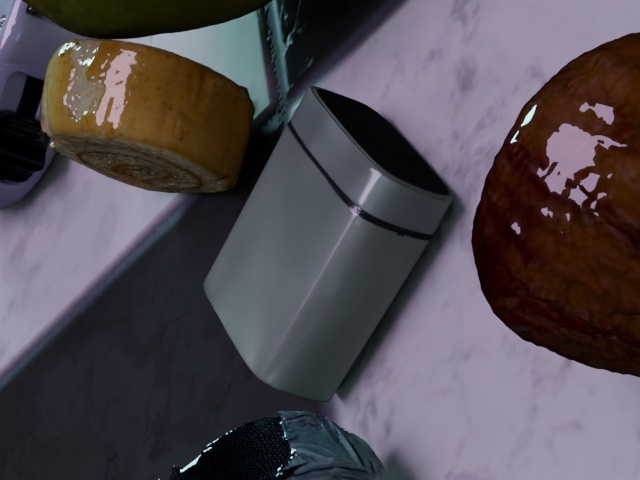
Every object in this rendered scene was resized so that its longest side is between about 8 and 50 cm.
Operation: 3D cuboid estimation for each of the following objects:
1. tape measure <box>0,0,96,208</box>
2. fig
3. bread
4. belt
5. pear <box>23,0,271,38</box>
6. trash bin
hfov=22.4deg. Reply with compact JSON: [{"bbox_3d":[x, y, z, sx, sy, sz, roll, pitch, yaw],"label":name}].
[{"bbox_3d":[-0.260,-0.114,1.239,0.196,0.105,0.178,4,78,54],"label":"tape measure"},{"bbox_3d":[0.162,0.010,0.601,0.201,0.146,0.134,29,106,16],"label":"fig"},{"bbox_3d":[-0.108,-0.079,0.991,0.149,0.122,0.073,4,74,54],"label":"bread"},{"bbox_3d":[-0.028,0.146,0.779,0.140,0.105,0.058,-38,35,3],"label":"belt"},{"bbox_3d":[-0.085,-0.253,0.931,0.321,0.269,0.269,-44,42,46],"label":"pear"},{"bbox_3d":[0.000,0.000,0.856,0.130,0.059,0.116,-60,33,18],"label":"trash bin"}]
